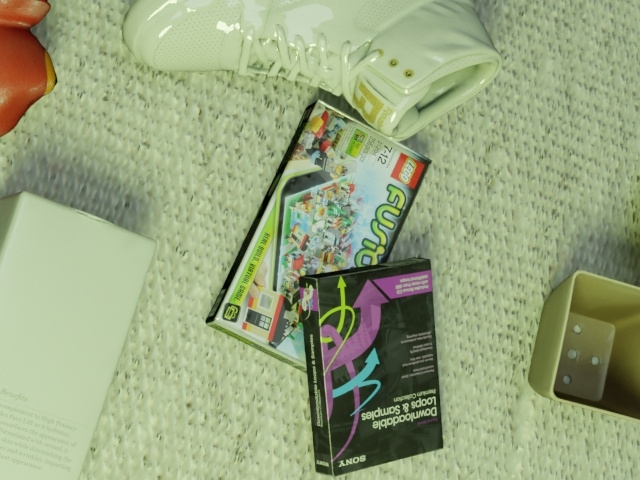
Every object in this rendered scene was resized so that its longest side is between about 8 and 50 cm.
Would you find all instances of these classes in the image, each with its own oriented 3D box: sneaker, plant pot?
[{"bbox_3d":[0.003,-0.153,1.163,0.293,0.108,0.169,-15,60,-17],"label":"sneaker"},{"bbox_3d":[0.233,0.095,1.229,0.109,0.096,0.109,16,79,-13],"label":"plant pot"}]

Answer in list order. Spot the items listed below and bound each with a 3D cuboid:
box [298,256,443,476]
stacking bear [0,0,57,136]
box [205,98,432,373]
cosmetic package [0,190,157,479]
[{"bbox_3d":[0.043,0.101,1.181,0.116,0.029,0.162,-9,99,-33],"label":"box"},{"bbox_3d":[-0.259,-0.217,1.106,0.164,0.175,0.288,3,90,-17],"label":"stacking bear"},{"bbox_3d":[0.000,0.000,1.207,0.114,0.036,0.207,27,77,-11],"label":"box"},{"bbox_3d":[-0.221,0.090,1.103,0.117,0.085,0.231,23,76,-24],"label":"cosmetic package"}]
